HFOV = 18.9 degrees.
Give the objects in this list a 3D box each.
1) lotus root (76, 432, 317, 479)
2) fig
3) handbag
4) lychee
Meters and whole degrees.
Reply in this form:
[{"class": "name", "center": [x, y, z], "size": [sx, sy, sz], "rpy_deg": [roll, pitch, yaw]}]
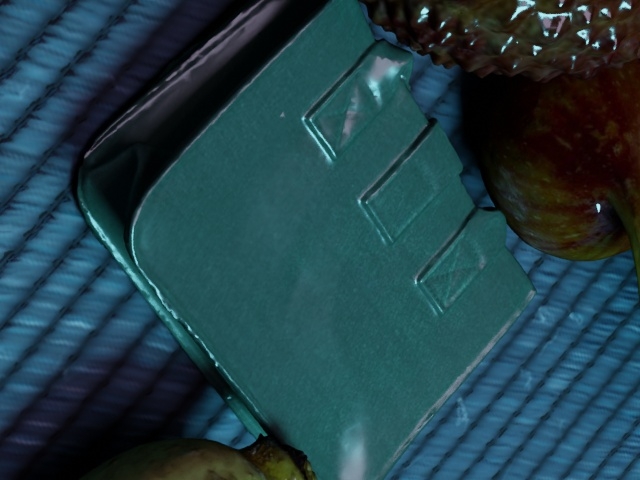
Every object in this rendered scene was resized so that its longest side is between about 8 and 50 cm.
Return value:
[{"class": "lotus root", "center": [-0.123, 0.225, 1.251], "size": [0.284, 0.146, 0.160], "rpy_deg": [-35, 149, -12]}, {"class": "fig", "center": [0.200, -0.056, 1.347], "size": [0.175, 0.207, 0.175], "rpy_deg": [-6, 117, -12]}, {"class": "handbag", "center": [-0.001, 0.001, 1.299], "size": [0.238, 0.089, 0.326], "rpy_deg": [-45, 129, -13]}, {"class": "lychee", "center": [0.126, -0.218, 1.187], "size": [0.264, 0.264, 0.300], "rpy_deg": [-25, 160, -27]}]
